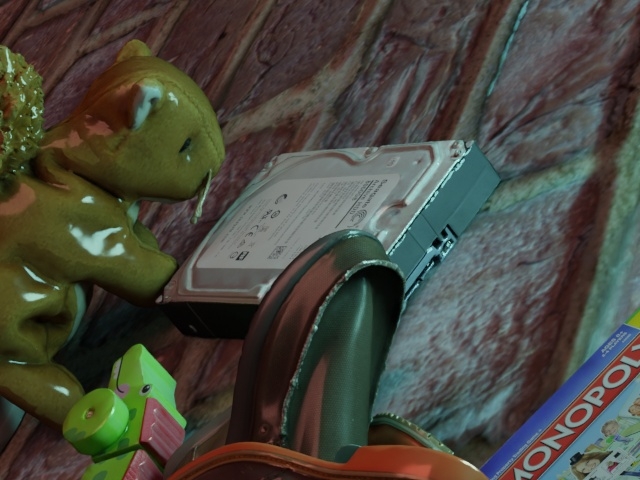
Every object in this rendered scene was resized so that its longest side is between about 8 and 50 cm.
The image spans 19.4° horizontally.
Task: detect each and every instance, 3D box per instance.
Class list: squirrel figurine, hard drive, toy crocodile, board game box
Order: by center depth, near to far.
[{"bbox_3d":[0.243,0.151,1.385,0.317,0.046,0.213,-44,27,-12],"label":"board game box"},{"bbox_3d":[-0.181,0.230,1.732,0.105,0.115,0.341,-21,32,25],"label":"toy crocodile"},{"bbox_3d":[0.000,0.000,1.937,0.339,0.064,0.237,1,46,52],"label":"hard drive"},{"bbox_3d":[-0.309,-0.070,2.039,0.370,0.397,0.281,-51,16,13],"label":"squirrel figurine"}]

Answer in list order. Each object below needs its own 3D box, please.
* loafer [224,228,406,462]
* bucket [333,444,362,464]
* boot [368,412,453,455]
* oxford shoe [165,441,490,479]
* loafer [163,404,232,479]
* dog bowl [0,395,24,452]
[{"bbox_3d":[0.000,0.172,1.517,0.130,0.134,0.366,16,86,39],"label":"loafer"},{"bbox_3d":[0.012,0.297,1.284,0.281,0.183,0.281,-31,26,17],"label":"bucket"},{"bbox_3d":[0.046,0.189,1.581,0.158,0.059,0.085,1,58,53],"label":"boot"},{"bbox_3d":[-0.019,0.191,1.183,0.271,0.097,0.098,-12,41,41],"label":"oxford shoe"},{"bbox_3d":[-0.030,0.167,1.680,0.251,0.094,0.087,-46,30,6],"label":"loafer"},{"bbox_3d":[-0.501,0.221,2.180,0.348,0.102,0.349,-31,26,17],"label":"dog bowl"}]
